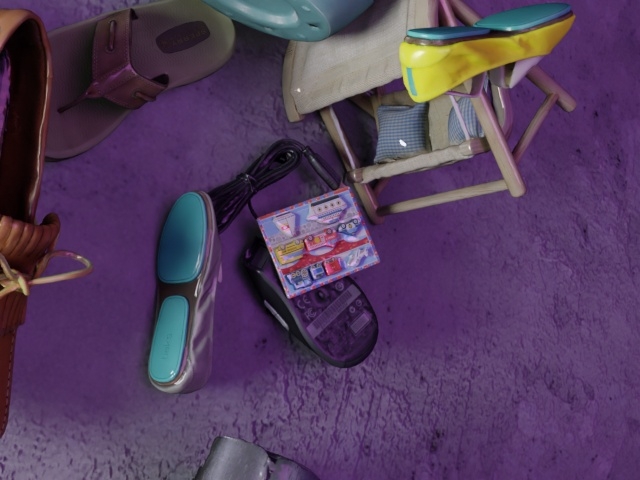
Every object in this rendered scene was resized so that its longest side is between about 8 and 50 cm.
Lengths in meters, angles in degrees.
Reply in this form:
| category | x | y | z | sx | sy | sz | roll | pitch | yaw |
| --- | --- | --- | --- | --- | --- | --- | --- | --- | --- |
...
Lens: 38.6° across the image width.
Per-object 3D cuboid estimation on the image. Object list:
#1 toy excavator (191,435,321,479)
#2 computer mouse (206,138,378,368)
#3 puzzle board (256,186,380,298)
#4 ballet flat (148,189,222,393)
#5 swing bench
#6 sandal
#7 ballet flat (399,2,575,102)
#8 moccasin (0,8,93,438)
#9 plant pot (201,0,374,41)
| category | x | y | z | sx | sy | sz | roll | pitch | yaw |
| --- | --- | --- | --- | --- | --- | --- | --- | --- | --- |
| toy excavator | 0.035 | 0.415 | 0.912 | 0.445 | 0.433 | 0.222 | 25 | 65 | -2 |
| computer mouse | -0.014 | 0.012 | 1.067 | 0.262 | 0.060 | 0.184 | 47 | 62 | -9 |
| puzzle board | 0.000 | 0.000 | 1.036 | 0.128 | 0.011 | 0.096 | -20 | 87 | -29 |
| ballet flat | -0.136 | 0.056 | 0.966 | 0.068 | 0.072 | 0.213 | 24 | 69 | -57 |
| swing bench | 0.106 | -0.175 | 1.063 | 0.255 | 0.253 | 0.165 | 49 | 57 | -21 |
| sandal | -0.196 | -0.187 | 0.936 | 0.303 | 0.086 | 0.120 | -40 | 107 | -35 |
| ballet flat | 0.167 | -0.186 | 0.915 | 0.231 | 0.077 | 0.077 | -20 | 117 | -35 |
| moccasin | -0.285 | -0.009 | 0.783 | 0.139 | 0.147 | 0.380 | 23 | 70 | -63 |
| plant pot | -0.029 | -0.349 | 0.941 | 0.293 | 0.293 | 0.235 | 25 | 83 | -32 |
